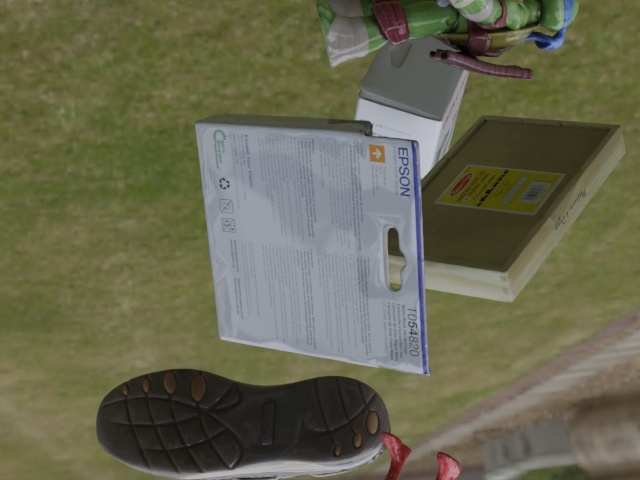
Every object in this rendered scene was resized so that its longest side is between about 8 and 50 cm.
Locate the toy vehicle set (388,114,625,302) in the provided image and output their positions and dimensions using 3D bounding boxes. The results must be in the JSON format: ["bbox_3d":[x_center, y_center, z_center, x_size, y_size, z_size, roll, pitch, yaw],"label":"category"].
[{"bbox_3d":[0.177,-0.042,1.174,0.166,0.035,0.267,10,-139,37],"label":"toy vehicle set"}]

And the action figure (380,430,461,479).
[{"bbox_3d":[0.015,0.287,0.964,0.091,0.280,0.139,15,159,32],"label":"action figure"}]

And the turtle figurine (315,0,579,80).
[{"bbox_3d":[0.123,-0.285,1.187,0.266,0.197,0.274,-11,149,5],"label":"turtle figurine"}]

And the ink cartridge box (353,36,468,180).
[{"bbox_3d":[0.116,-0.141,1.630,0.122,0.211,0.289,18,139,8],"label":"ink cartridge box"}]

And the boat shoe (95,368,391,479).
[{"bbox_3d":[-0.089,0.234,1.367,0.355,0.132,0.130,2,153,15],"label":"boat shoe"}]

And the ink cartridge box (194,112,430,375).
[{"bbox_3d":[0.000,0.000,1.038,0.224,0.223,0.045,8,-156,28],"label":"ink cartridge box"}]
